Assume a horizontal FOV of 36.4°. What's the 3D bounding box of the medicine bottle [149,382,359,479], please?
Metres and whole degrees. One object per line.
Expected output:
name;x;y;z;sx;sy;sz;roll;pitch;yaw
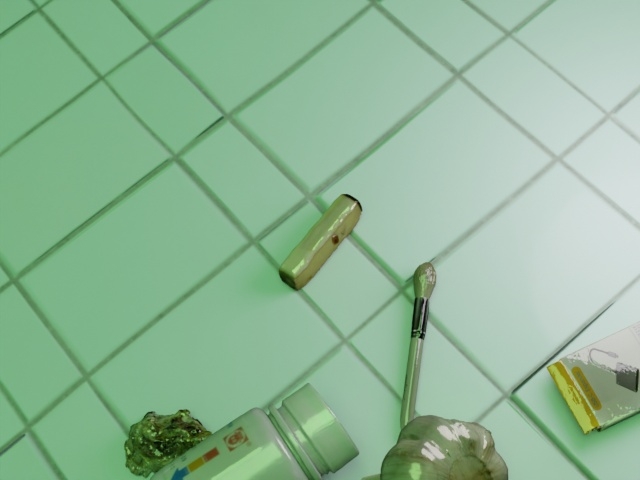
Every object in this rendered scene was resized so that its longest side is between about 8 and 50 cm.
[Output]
medicine bottle;-0.099;0.350;1.472;0.293;0.170;0.170;-34;64;-7

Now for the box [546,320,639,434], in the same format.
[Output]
box;0.492;0.201;1.526;0.247;0.033;0.129;-24;64;-3

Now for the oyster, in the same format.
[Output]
oyster;-0.244;0.320;1.579;0.166;0.053;0.108;-10;53;12

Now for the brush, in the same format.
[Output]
brush;0.159;0.176;1.595;0.039;0.042;0.299;5;69;10

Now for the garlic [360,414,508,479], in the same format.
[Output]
garlic;0.153;0.362;1.447;0.212;0.219;0.218;-16;53;48

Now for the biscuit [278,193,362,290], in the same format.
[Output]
biscuit;0.000;0.000;1.688;0.052;0.056;0.188;33;75;21
